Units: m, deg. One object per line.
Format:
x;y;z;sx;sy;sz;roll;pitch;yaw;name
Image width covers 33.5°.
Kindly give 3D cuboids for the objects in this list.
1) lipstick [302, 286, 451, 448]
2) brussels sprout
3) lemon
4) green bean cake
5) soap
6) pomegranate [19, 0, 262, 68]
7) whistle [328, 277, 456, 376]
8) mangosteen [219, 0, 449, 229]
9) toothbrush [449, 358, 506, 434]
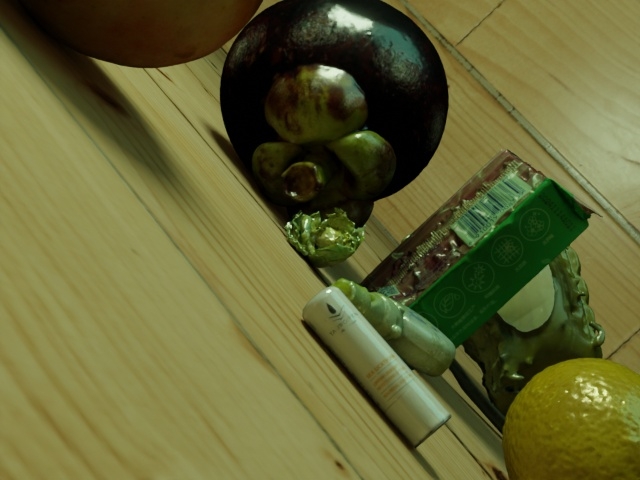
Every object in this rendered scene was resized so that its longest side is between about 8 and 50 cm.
0.042;0.098;0.838;0.141;0.040;0.040;48;5;14;lipstick
0.000;0.000;1.164;0.085;0.058;0.085;20;37;-16;brussels sprout
0.279;0.220;1.078;0.187;0.187;0.244;43;12;-42;lemon
0.260;0.106;1.574;0.202;0.285;0.310;84;-6;-58;green bean cake
0.180;0.017;1.275;0.098;0.273;0.218;44;5;-18;soap
-0.160;-0.265;0.893;0.229;0.270;0.252;-3;74;-35;pomegranate
0.065;0.089;1.074;0.104;0.057;0.198;38;5;38;whistle
0.020;-0.155;1.347;0.297;0.297;0.313;30;51;-73;mangosteen
0.211;0.213;1.416;0.297;0.030;0.030;47;-10;-20;toothbrush
